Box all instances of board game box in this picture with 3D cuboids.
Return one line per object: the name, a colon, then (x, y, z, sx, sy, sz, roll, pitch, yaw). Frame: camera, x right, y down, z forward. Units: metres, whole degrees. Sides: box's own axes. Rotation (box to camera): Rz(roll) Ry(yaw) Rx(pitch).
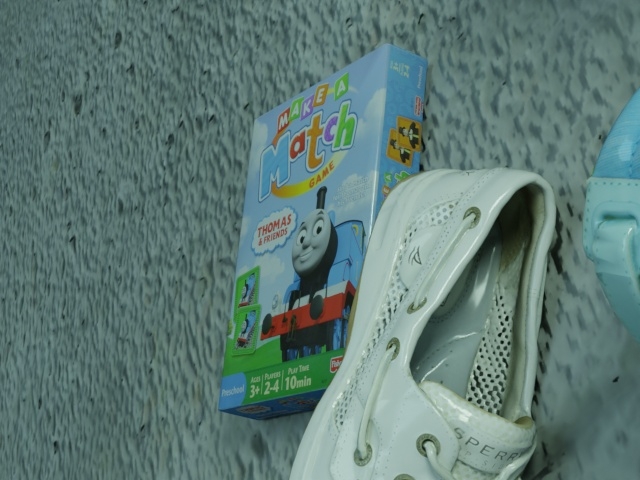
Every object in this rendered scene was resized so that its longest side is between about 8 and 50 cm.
board game box: (0.000, 0.000, 0.766, 0.160, 0.039, 0.212, -22, 57, 53)

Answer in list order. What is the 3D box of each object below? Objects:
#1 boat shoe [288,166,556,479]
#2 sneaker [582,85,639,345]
boat shoe: (0.055, 0.092, 0.574, 0.096, 0.098, 0.277, -9, 66, 57)
sneaker: (0.173, 0.049, 0.384, 0.208, 0.127, 0.319, -19, 50, 51)
